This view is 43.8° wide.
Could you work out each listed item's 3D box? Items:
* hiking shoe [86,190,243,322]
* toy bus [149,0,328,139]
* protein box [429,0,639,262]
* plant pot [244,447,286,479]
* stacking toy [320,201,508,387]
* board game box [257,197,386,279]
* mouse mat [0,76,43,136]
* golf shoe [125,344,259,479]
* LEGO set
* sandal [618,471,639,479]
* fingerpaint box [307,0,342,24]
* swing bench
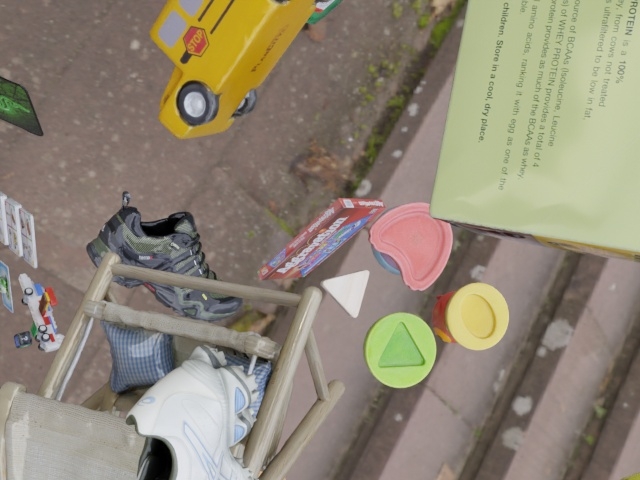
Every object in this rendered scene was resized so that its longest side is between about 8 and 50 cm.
[{"bbox_3d":[-0.179,0.026,1.028,0.227,0.086,0.114,28,103,-34],"label":"hiking shoe"},{"bbox_3d":[-0.083,-0.271,0.899,0.332,0.130,0.108,-49,171,28],"label":"toy bus"},{"bbox_3d":[0.185,-0.086,0.410,0.136,0.201,0.200,8,93,-68],"label":"protein box"},{"bbox_3d":[-0.220,0.387,1.404,0.203,0.291,0.291,-30,127,-20],"label":"plant pot"},{"bbox_3d":[0.153,0.102,1.455,0.279,0.130,0.309,-34,96,-13],"label":"stacking toy"},{"bbox_3d":[0.000,0.000,1.713,0.145,0.027,0.281,0,147,-48],"label":"board game box"},{"bbox_3d":[-0.635,-0.281,1.555,0.007,0.190,0.152,-60,168,-29],"label":"mouse mat"},{"bbox_3d":[-0.085,0.155,0.510,0.086,0.069,0.176,-26,123,-38],"label":"golf shoe"},{"bbox_3d":[-0.423,0.058,1.167,0.060,0.182,0.244,-12,111,-36],"label":"LEGO set"},{"bbox_3d":[0.180,0.305,0.671,0.317,0.126,0.138,-47,147,12],"label":"sandal"},{"bbox_3d":[-0.153,-0.558,1.260,0.371,0.163,0.445,59,27,8],"label":"fingerpaint box"},{"bbox_3d":[-0.145,0.166,0.752,0.254,0.253,0.165,-60,148,-41],"label":"swing bench"}]
